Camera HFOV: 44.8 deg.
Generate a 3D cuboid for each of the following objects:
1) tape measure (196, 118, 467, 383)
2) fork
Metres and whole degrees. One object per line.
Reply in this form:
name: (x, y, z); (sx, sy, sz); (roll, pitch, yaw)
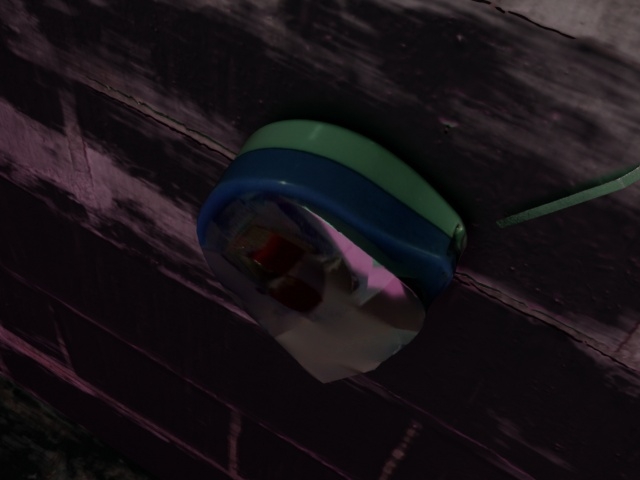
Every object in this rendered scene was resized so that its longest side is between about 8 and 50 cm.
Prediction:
tape measure: (0.002, 0.001, 0.835); (0.262, 0.138, 0.259); (41, 144, -4)
fork: (0.244, -0.048, 0.667); (0.039, 0.021, 0.235); (53, 144, -13)
